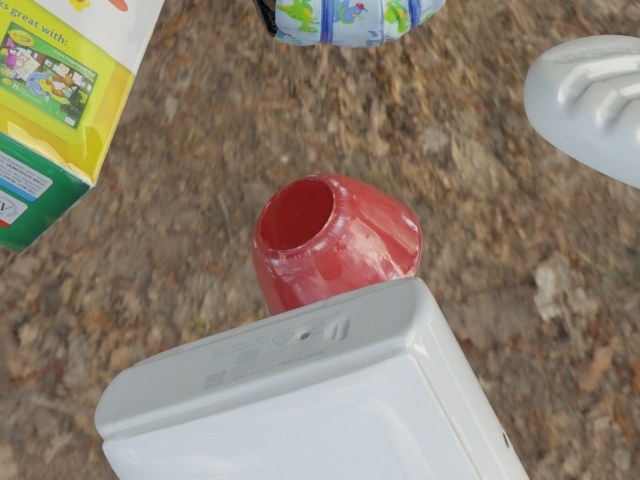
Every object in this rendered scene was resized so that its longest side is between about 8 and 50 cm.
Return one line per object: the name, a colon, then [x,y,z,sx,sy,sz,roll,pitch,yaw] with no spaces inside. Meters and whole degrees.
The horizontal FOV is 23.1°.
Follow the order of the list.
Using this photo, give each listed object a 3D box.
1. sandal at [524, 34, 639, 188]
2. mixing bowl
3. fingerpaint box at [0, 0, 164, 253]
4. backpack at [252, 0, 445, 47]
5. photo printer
sandal: [0.299,0.000,0.932,0.169,0.416,0.102,-24,138,-36]
mixing bowl: [0.000,0.000,1.558,0.181,0.181,0.098,-31,133,10]
fingerpaint box: [-0.367,-0.260,1.373,0.445,0.371,0.163,30,141,-21]
backpack: [0.016,-0.370,1.570,0.273,0.290,0.356,13,86,-7]
photo printer: [0.021,0.193,1.104,0.256,0.107,0.307,-18,120,19]
